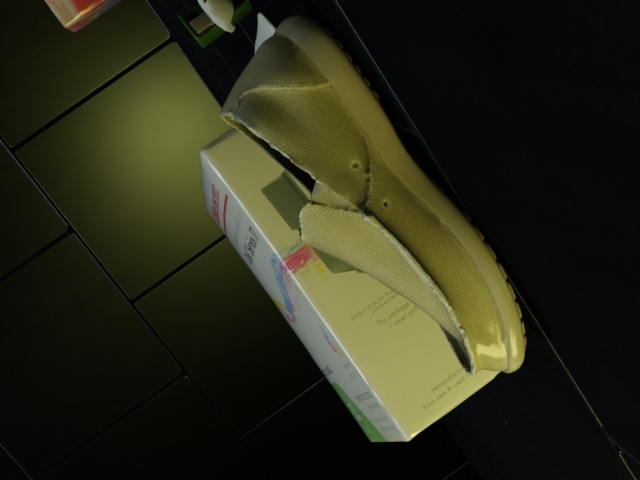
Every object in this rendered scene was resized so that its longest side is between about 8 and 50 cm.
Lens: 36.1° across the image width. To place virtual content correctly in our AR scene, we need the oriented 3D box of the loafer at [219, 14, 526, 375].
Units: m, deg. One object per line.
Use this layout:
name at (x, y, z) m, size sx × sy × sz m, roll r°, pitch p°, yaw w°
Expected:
loafer at (0.031, -0.015, 0.638) m, size 0.268 × 0.092 × 0.102 m, roll 54°, pitch 177°, yaw 2°

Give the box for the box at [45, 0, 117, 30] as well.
box at (-0.284, -0.380, 1.004) m, size 0.300 × 0.154 × 0.142 m, roll 56°, pitch 177°, yaw -14°

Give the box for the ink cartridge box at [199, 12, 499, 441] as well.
ink cartridge box at (0.000, 0.000, 0.865) m, size 0.353 × 0.119 × 0.207 m, roll 54°, pitch 169°, yaw 7°

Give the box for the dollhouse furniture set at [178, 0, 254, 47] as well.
dollhouse furniture set at (-0.111, -0.231, 0.797) m, size 0.076 × 0.058 × 0.151 m, roll 52°, pitch 177°, yaw 32°

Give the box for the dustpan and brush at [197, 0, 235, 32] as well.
dustpan and brush at (-0.093, -0.207, 0.691) m, size 0.147 × 0.060 × 0.211 m, roll 61°, pitch -166°, yaw 23°
